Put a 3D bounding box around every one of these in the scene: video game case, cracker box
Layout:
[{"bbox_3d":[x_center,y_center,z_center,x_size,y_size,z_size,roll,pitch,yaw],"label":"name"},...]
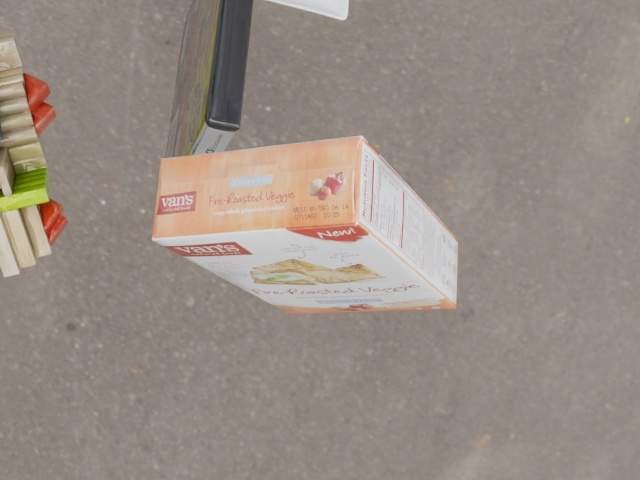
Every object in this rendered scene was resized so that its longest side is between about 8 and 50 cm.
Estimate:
[{"bbox_3d":[-0.120,-0.190,1.027,0.035,0.248,0.275,11,67,-16],"label":"video game case"},{"bbox_3d":[0.000,0.000,0.732,0.232,0.156,0.067,37,53,-59],"label":"cracker box"}]

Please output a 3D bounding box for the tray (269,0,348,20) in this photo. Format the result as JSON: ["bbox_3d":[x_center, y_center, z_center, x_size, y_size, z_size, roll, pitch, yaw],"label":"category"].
[{"bbox_3d":[-0.084,-0.386,1.276,0.270,0.030,0.145,9,77,-26],"label":"tray"}]

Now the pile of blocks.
[{"bbox_3d":[-0.404,-0.141,1.262,0.113,0.149,0.362,-14,92,-8],"label":"pile of blocks"}]
